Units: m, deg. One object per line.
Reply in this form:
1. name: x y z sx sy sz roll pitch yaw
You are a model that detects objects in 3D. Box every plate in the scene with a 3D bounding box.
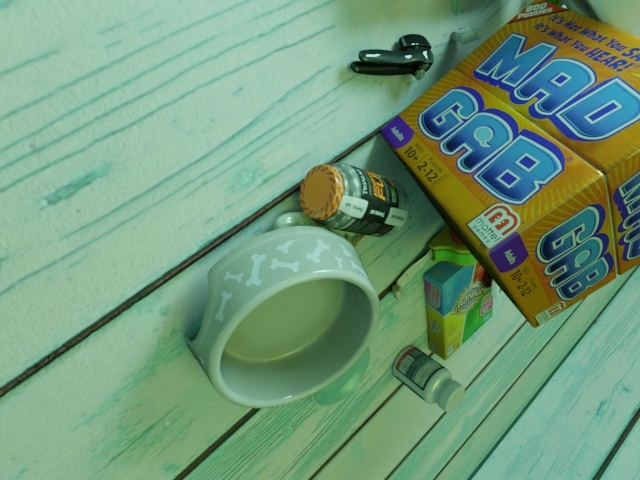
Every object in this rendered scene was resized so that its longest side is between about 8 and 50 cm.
1. plate: 0.046 0.315 0.982 0.188 0.024 0.188 -18 122 -32

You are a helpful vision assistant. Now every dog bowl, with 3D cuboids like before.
1. dog bowl: -0.050 0.149 0.705 0.348 0.102 0.349 -15 129 -20

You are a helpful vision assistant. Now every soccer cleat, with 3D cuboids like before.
1. soccer cleat: 0.000 0.000 0.745 0.196 0.076 0.068 24 95 -44

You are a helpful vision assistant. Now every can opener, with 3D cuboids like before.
1. can opener: 0.130 -0.317 0.721 0.186 0.073 0.059 -21 163 -28

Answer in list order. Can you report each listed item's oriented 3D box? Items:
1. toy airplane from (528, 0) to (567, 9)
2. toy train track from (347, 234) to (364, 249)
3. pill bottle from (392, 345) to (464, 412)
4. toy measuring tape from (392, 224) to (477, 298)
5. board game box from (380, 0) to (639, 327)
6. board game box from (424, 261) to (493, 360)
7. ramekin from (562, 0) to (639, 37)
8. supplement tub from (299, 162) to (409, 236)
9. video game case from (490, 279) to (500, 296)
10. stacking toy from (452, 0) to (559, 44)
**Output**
1. toy airplane: 0.655 -0.488 0.926 0.384 0.273 0.386 -15 141 2
2. toy train track: 0.074 -0.002 0.853 0.083 0.014 0.048 -41 125 -25
3. pill bottle: 0.298 0.384 1.122 0.108 0.180 0.108 -19 123 -32
4. toy measuring tape: 0.324 0.045 1.016 0.330 0.121 0.121 -42 132 -16
5. board game box: 0.400 -0.125 0.753 0.356 0.357 0.356 -38 137 14
6. board game box: 0.413 0.167 1.193 0.242 0.064 0.317 -33 129 -24
7. ramekin: 0.486 -0.440 0.664 0.277 0.277 0.135 17 138 -44
8. supplement tub: 0.063 -0.072 0.734 0.190 0.117 0.117 8 106 -43
9. video game case: 0.537 0.053 1.200 0.183 0.023 0.202 -8 105 -60
10. stacking toy: 0.384 -0.378 0.843 0.221 0.052 0.167 -20 128 3
